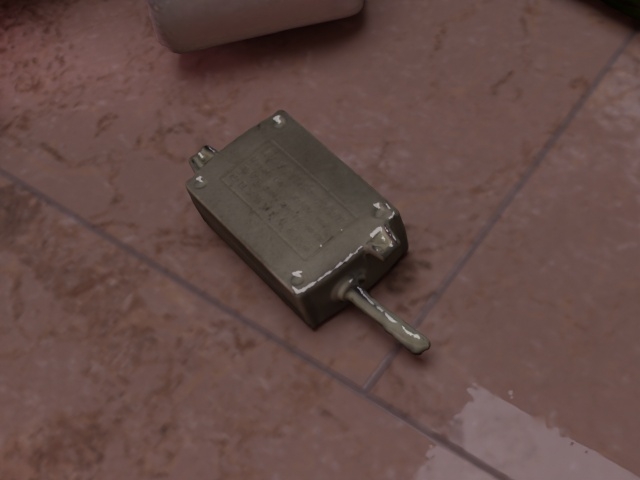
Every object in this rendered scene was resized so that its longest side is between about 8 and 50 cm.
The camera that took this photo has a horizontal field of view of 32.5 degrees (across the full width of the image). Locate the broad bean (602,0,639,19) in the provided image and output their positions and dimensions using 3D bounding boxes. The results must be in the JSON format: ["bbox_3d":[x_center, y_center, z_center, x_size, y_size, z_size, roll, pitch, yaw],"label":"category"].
[{"bbox_3d":[0.208,-0.150,0.637,0.297,0.043,0.060,24,57,28],"label":"broad bean"}]

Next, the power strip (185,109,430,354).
[{"bbox_3d":[0.000,0.000,0.593,0.075,0.042,0.175,-38,58,-11],"label":"power strip"}]

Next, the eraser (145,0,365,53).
[{"bbox_3d":[-0.068,-0.323,0.722,0.149,0.331,0.331,-13,55,5],"label":"eraser"}]
